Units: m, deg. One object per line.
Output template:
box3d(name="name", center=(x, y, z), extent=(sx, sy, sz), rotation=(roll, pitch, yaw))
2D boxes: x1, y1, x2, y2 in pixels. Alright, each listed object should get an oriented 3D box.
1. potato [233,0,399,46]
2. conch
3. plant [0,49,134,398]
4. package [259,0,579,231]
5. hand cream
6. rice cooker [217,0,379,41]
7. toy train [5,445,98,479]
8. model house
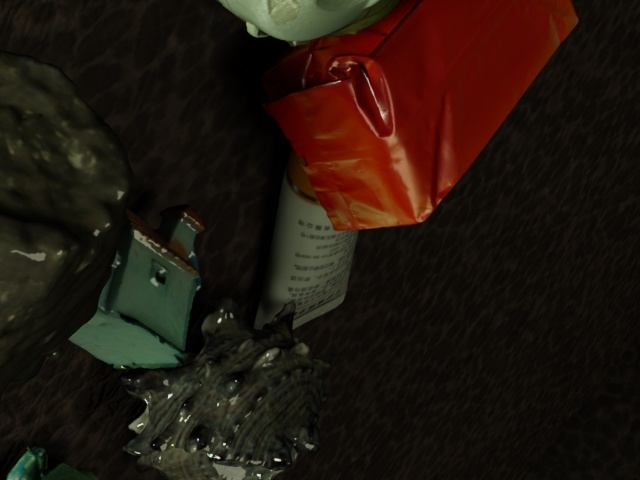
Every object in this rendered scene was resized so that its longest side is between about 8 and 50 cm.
box3d(name="potato", center=(-0.003, -0.255, 1.244), extent=(0.197, 0.148, 0.228), rotation=(-38, 156, -5))
box3d(name="conch", center=(-0.110, 0.182, 1.578), extent=(0.240, 0.186, 0.313), rotation=(-33, 170, 10))
box3d(name="plant", center=(-0.255, 0.005, 1.053), extent=(0.199, 0.188, 0.276), rotation=(-41, 171, -43))
box3d(name="package", center=(0.117, -0.206, 1.463), extent=(0.423, 0.123, 0.196), rotation=(-51, 133, -27))
box3d(name="hand cream", center=(0.000, 0.000, 1.629), extent=(0.139, 0.089, 0.314), rotation=(-25, 145, -31))
box3d(name="rice cooker", center=(-0.028, -0.296, 0.972), extent=(0.288, 0.277, 0.288), rotation=(-44, 157, -24))
box3d(name="toy train", center=(-0.297, 0.321, 1.387), extent=(0.194, 0.120, 0.298), rotation=(-64, 171, 19))
box3d(name="model house", center=(-0.172, 0.025, 1.348), extent=(0.148, 0.119, 0.149), rotation=(42, 56, -43))
